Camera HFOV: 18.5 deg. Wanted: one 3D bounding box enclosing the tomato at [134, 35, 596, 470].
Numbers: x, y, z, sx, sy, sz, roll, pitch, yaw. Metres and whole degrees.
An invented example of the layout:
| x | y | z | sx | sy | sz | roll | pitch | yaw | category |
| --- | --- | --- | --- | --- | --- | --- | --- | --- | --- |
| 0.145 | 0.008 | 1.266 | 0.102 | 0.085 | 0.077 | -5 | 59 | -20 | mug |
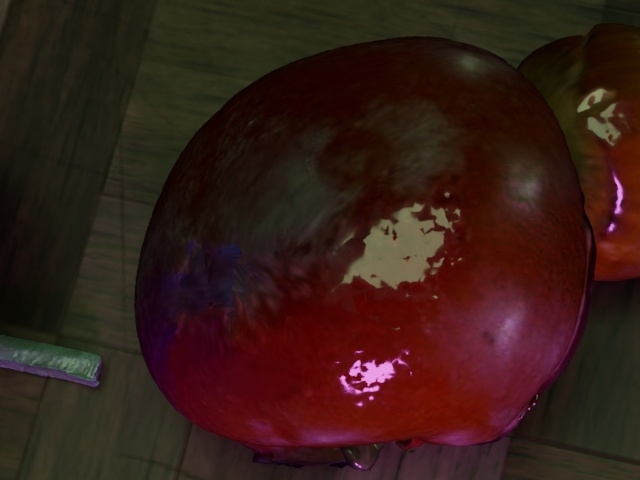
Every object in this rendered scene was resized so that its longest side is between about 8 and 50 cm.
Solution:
| x | y | z | sx | sy | sz | roll | pitch | yaw | category |
| --- | --- | --- | --- | --- | --- | --- | --- | --- | --- |
| -0.006 | 0.000 | 1.275 | 0.335 | 0.176 | 0.289 | -9 | 76 | 38 | tomato |

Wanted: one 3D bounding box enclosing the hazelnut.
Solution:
| x | y | z | sx | sy | sz | roll | pitch | yaw | category |
| --- | --- | --- | --- | --- | --- | --- | --- | --- | --- |
| 0.202 | -0.065 | 1.342 | 0.182 | 0.182 | 0.182 | -2 | 72 | 5 | hazelnut |

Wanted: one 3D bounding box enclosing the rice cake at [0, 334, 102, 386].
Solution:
| x | y | z | sx | sy | sz | roll | pitch | yaw | category |
| --- | --- | --- | --- | --- | --- | --- | --- | --- | --- |
| -0.215 | 0.082 | 1.411 | 0.121 | 0.021 | 0.022 | 11 | 63 | 10 | rice cake |
